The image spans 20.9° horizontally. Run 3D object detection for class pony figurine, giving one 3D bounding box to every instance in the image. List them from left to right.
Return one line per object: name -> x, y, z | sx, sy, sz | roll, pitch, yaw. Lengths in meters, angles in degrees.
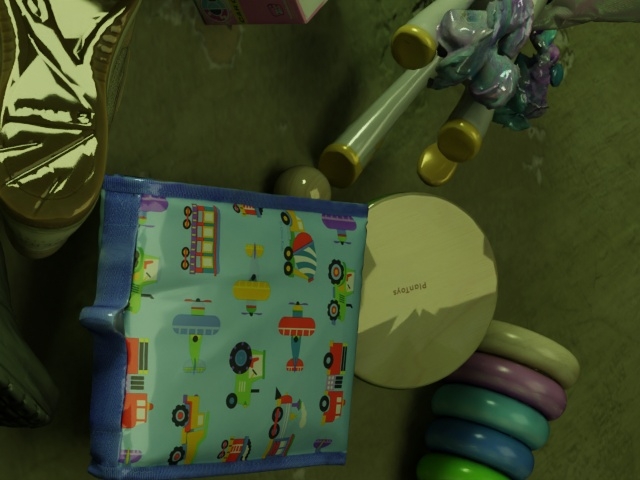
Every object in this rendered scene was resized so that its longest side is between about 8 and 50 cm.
pony figurine -> 0.168, -0.229, 1.594 | 0.363, 0.303, 0.351 | -54, 177, -38

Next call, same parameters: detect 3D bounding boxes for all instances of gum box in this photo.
gum box -> -0.018, -0.259, 1.472 | 0.188, 0.107, 0.062 | -52, 132, -37

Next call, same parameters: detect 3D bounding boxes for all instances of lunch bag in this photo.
lunch bag -> -0.088, 0.068, 1.348 | 0.293, 0.138, 0.221 | 6, 89, -64

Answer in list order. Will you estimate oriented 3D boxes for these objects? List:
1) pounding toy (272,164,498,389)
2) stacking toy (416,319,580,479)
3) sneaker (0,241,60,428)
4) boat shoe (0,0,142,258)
pounding toy -> 0.038, 0.033, 1.605 | 0.237, 0.110, 0.183 | 16, 91, -23
stacking toy -> 0.148, 0.251, 1.732 | 0.141, 0.141, 0.330 | 37, 68, -49
sneaker -> -0.256, 0.024, 1.189 | 0.286, 0.109, 0.130 | 58, 43, -41
boat shoe -> -0.190, -0.135, 1.269 | 0.109, 0.098, 0.302 | 8, 66, -11
